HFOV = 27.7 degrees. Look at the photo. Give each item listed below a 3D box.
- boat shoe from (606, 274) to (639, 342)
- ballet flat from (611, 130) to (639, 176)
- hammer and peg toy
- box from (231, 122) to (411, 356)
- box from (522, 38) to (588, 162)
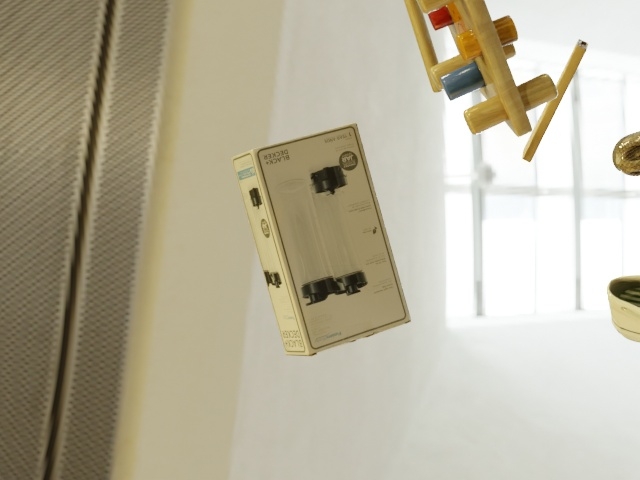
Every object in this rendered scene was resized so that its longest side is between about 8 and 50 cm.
[{"bbox_3d":[0.398,0.075,1.320,0.076,0.226,0.083,50,-132,-46],"label":"boat shoe"},{"bbox_3d":[0.514,-0.159,1.792,0.250,0.058,0.084,-28,-68,-15],"label":"ballet flat"},{"bbox_3d":[0.192,-0.305,1.771,0.127,0.361,0.266,-25,-64,2],"label":"hammer and peg toy"},{"bbox_3d":[0.000,0.000,1.789,0.169,0.087,0.290,-18,-87,-25],"label":"box"},{"bbox_3d":[0.383,-0.230,2.122,0.201,0.021,0.164,-65,-6,16],"label":"box"}]
